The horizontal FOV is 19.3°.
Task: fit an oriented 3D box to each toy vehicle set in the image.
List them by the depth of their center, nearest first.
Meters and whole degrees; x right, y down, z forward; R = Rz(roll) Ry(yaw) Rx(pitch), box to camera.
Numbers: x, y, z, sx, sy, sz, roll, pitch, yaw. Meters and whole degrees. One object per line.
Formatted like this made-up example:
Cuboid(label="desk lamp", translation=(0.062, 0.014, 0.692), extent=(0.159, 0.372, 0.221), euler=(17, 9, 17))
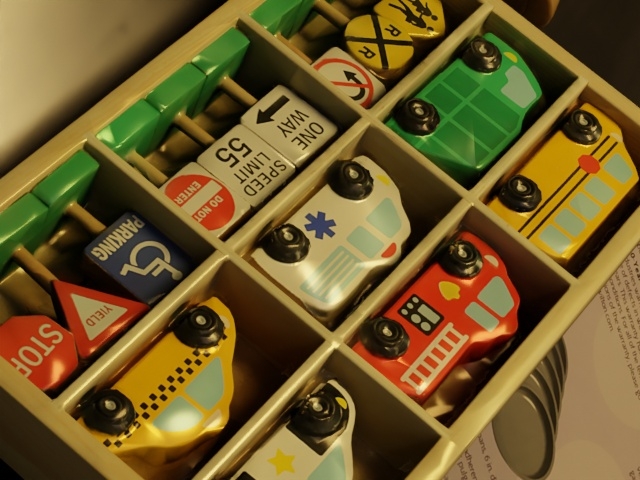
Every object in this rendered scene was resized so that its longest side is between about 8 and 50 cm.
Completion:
Cuboid(label="toy vehicle set", translation=(0.000, 0.000, 0.638), extent=(0.166, 0.035, 0.267), euler=(38, 51, 9))

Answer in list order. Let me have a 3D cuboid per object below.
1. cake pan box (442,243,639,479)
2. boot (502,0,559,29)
Cuboid(label="cake pan box", translation=(0.119, 0.130, 0.754), extent=(0.245, 0.070, 0.267), euler=(-21, 96, -40))
Cuboid(label="boot", translation=(0.060, -0.212, 0.764), extent=(0.213, 0.077, 0.165), euler=(53, 52, -27))
